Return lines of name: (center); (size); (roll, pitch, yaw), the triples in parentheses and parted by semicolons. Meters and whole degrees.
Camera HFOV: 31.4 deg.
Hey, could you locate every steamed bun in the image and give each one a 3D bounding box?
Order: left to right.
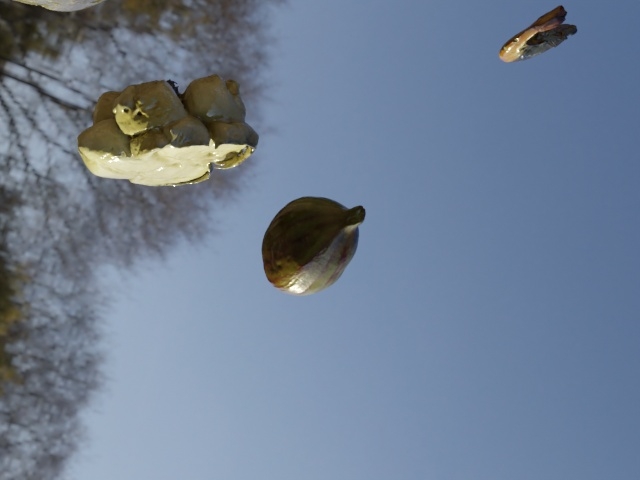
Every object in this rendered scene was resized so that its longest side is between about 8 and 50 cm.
steamed bun: (-0.185, -0.134, 1.312); (0.177, 0.192, 0.106); (-24, -110, 57)

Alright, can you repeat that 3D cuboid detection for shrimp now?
shrimp: (0.252, -0.230, 1.257); (0.025, 0.127, 0.091); (60, -39, 10)

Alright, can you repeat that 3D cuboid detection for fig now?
fig: (0.000, 0.000, 1.295); (0.154, 0.103, 0.109); (-22, -90, 45)

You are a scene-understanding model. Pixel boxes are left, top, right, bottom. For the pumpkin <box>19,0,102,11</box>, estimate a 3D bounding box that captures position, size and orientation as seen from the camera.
pumpkin: (-0.162, -0.257, 0.741); (0.219, 0.162, 0.219); (177, -90, -74)
